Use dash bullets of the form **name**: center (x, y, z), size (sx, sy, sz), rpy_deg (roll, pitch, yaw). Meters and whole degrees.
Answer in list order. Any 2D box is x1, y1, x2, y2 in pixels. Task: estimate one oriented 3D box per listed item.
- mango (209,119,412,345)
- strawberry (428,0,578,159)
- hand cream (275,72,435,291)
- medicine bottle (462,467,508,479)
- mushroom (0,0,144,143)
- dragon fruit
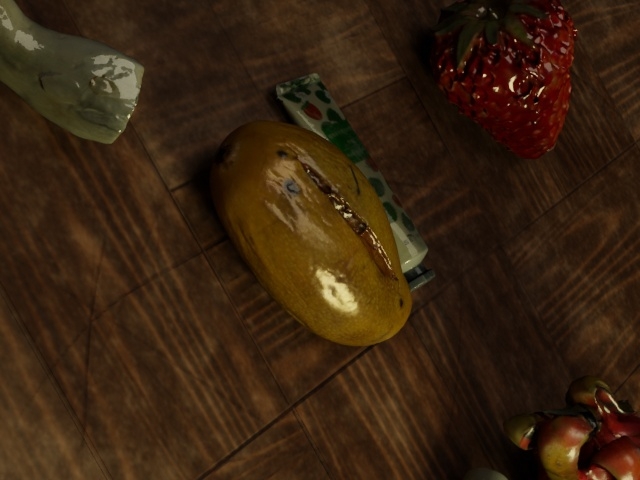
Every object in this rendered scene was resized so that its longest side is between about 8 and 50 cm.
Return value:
- **mango**: center (0.004, -0.003, 1.455), size (0.295, 0.120, 0.177), rpy_deg (45, 43, -21)
- **strawberry**: center (0.258, -0.211, 1.839), size (0.244, 0.205, 0.205), rpy_deg (60, 33, -37)
- **hand cream**: center (0.042, -0.066, 1.594), size (0.276, 0.059, 0.095), rpy_deg (58, 36, 2)
- **medicine bottle**: center (0.169, 0.296, 1.515), size (0.058, 0.058, 0.091), rpy_deg (48, 40, -17)
- **mushroom**: center (-0.265, -0.176, 1.281), size (0.223, 0.092, 0.081), rpy_deg (36, 42, -17)
- **dragon fruit**: center (0.334, 0.281, 1.564), size (0.243, 0.227, 0.307), rpy_deg (46, -1, 23)
